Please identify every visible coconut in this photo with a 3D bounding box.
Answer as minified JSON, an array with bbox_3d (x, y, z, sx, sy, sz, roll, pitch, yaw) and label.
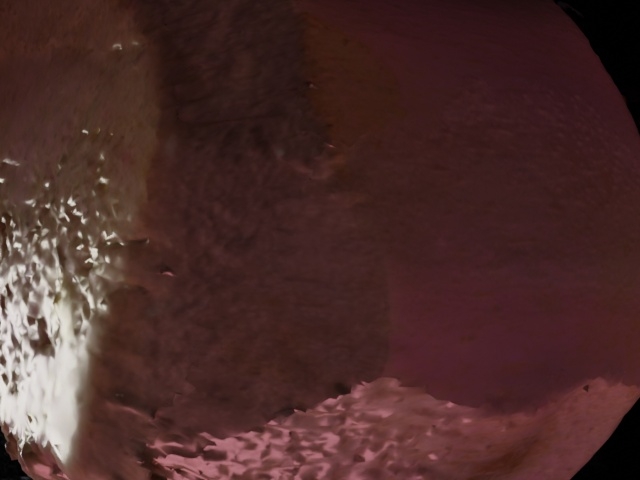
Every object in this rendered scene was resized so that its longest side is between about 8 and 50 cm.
[{"bbox_3d":[0.000,0.000,0.693,0.309,0.297,0.297,4,180,-37],"label":"coconut"}]

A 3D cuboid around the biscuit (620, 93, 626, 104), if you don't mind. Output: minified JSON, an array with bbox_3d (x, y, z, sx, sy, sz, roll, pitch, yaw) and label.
[{"bbox_3d":[0.192,-0.142,1.564,0.289,0.044,0.202,-1,-176,-33],"label":"biscuit"}]

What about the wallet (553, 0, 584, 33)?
[{"bbox_3d":[0.026,-0.128,0.874,0.255,0.031,0.137,3,-178,16],"label":"wallet"}]
